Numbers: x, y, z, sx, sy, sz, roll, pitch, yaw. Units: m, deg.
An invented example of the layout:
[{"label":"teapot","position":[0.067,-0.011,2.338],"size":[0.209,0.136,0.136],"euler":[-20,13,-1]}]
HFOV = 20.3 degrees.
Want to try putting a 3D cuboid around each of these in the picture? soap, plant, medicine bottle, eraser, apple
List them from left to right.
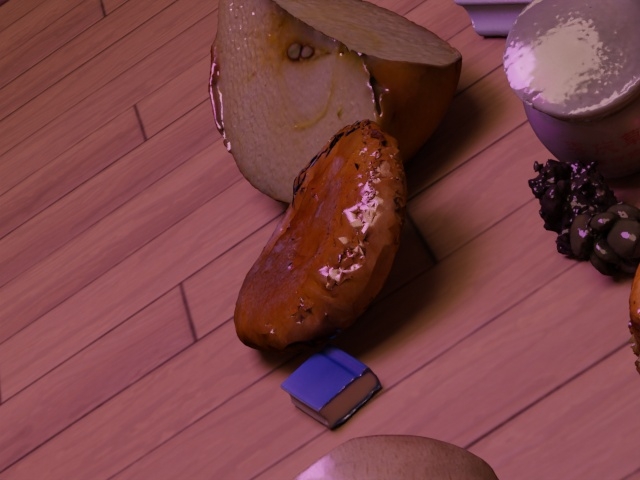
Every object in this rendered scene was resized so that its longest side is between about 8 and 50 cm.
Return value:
[{"label":"apple","position":[0.005,-0.174,1.933],"size":[0.254,0.179,0.346],"euler":[-38,42,-14]},{"label":"eraser","position":[0.009,0.130,1.615],"size":[0.063,0.027,0.084],"euler":[-40,26,-13]},{"label":"soap","position":[0.248,-0.281,1.964],"size":[0.119,0.066,0.198],"euler":[-45,27,-22]},{"label":"plant","position":[0.236,-0.017,1.541],"size":[0.087,0.085,0.174],"euler":[-58,30,9]},{"label":"medicine bottle","position":[0.249,-0.144,1.601],"size":[0.147,0.143,0.147],"euler":[-9,63,19]}]

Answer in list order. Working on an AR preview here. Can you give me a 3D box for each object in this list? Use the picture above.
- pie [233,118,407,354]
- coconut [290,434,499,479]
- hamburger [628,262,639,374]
[{"label":"pie","position":[-0.001,-0.001,1.722],"size":[0.273,0.069,0.273],"euler":[-47,25,29]},{"label":"coconut","position":[0.050,0.232,1.212],"size":[0.224,0.224,0.224],"euler":[-28,27,16]},{"label":"hamburger","position":[0.310,0.051,1.287],"size":[0.182,0.118,0.191],"euler":[-6,36,51]}]
